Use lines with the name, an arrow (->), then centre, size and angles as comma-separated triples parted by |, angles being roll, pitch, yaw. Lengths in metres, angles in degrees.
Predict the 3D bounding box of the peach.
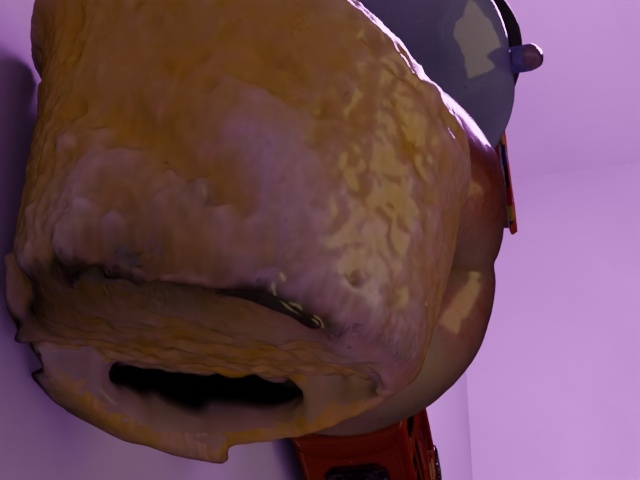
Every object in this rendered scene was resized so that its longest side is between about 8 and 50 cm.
peach -> 0.000, 0.000, 0.744 | 0.232, 0.233, 0.232 | -7, 90, -80

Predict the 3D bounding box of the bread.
bread -> -0.039, -0.017, 0.515 | 0.197, 0.197, 0.170 | 70, 27, -53

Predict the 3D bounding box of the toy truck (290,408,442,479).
toy truck -> 0.033, 0.159, 0.991 | 0.114, 0.108, 0.252 | -86, 166, -51

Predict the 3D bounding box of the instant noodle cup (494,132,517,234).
instant noodle cup -> 0.094, -0.117, 1.312 | 0.250, 0.192, 0.250 | -7, 90, -81

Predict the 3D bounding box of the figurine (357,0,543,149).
figurine -> -0.001, -0.197, 1.035 | 0.205, 0.224, 0.381 | 31, 24, -51

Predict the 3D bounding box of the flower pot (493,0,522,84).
flower pot -> 0.120, -0.246, 1.607 | 0.148, 0.235, 0.235 | -122, -164, -60
